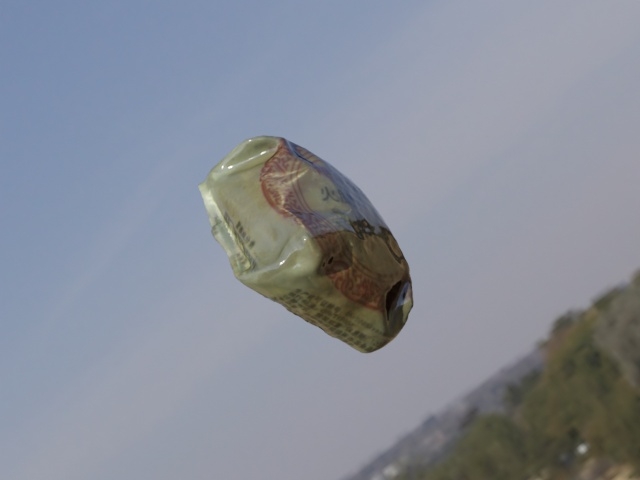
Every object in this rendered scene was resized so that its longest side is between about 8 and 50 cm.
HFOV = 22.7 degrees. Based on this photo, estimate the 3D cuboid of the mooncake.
[{"bbox_3d":[0.000,0.000,1.000,0.125,0.130,0.073,28,-64,-39],"label":"mooncake"}]
